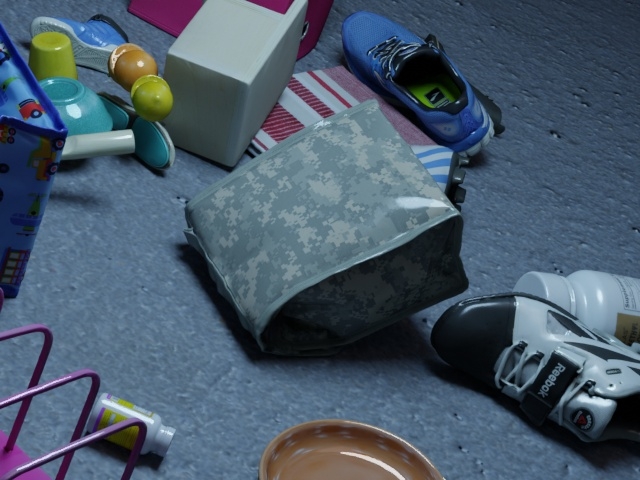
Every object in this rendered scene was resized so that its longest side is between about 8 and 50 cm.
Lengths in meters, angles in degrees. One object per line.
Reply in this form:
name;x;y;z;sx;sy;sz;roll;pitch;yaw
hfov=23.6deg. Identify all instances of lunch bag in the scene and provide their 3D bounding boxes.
lunch bag;0.000;0.000;1.840;0.287;0.169;0.235;-24;50;-11
lunch bag;-0.395;-0.116;1.705;0.138;0.221;0.293;7;33;-27

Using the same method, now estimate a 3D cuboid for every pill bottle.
pill bottle;-0.189;0.187;1.534;0.083;0.043;0.043;23;29;-1
pill bottle;0.364;0.107;1.976;0.229;0.131;0.131;10;32;-22

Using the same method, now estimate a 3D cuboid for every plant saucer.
plant saucer;0.032;0.260;1.557;0.199;0.037;0.200;11;32;-7

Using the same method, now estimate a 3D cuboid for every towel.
towel;0.002;-0.164;2.267;0.237;0.037;0.329;42;36;26

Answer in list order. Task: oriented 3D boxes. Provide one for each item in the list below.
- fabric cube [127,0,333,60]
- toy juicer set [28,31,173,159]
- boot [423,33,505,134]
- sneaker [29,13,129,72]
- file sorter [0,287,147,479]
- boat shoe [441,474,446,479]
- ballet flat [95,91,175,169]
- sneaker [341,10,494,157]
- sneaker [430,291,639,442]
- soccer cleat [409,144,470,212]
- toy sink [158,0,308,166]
fabric cube;-0.110;-0.448;2.427;0.259;0.258;0.254;29;28;10
toy juicer set;-0.296;-0.152;1.951;0.209;0.090;0.329;4;34;0
boot;0.230;-0.253;2.553;0.137;0.077;0.198;18;42;-20
sneaker;-0.345;-0.296;2.205;0.152;0.058;0.085;18;35;-19
file sorter;-0.323;0.158;1.342;0.290;0.182;0.202;38;32;24
boat shoe;0.135;0.289;1.593;0.056;0.048;0.153;13;31;-18
ballet flat;-0.242;-0.151;2.050;0.168;0.057;0.052;39;23;26
sneaker;0.145;-0.273;2.397;0.129;0.147;0.330;-39;55;-9
sneaker;0.294;0.164;1.839;0.330;0.122;0.146;17;28;-11
soccer cleat;0.111;-0.038;2.080;0.143;0.116;0.331;9;26;11
toy sink;-0.126;-0.244;2.122;0.131;0.153;0.234;22;45;7
